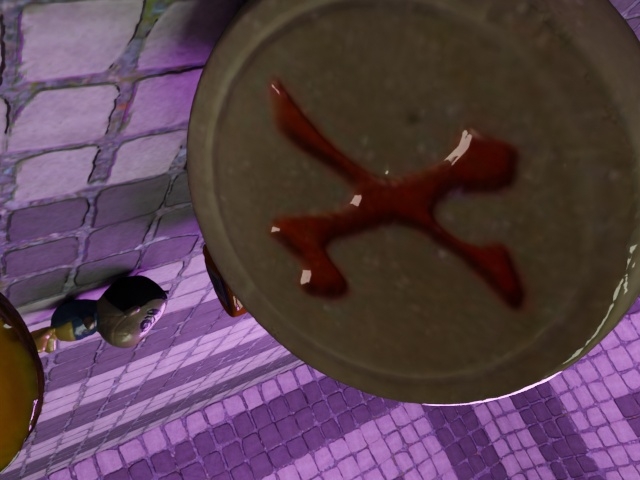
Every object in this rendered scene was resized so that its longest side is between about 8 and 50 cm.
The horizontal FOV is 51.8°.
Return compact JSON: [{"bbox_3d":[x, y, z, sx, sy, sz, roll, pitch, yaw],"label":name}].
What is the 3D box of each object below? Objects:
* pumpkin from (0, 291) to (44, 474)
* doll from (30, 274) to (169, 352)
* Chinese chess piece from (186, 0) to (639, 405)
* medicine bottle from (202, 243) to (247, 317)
[{"bbox_3d":[-0.412,0.136,0.575,0.325,0.242,0.232,-28,-165,-16],"label":"pumpkin"},{"bbox_3d":[-0.278,0.105,0.850,0.179,0.089,0.102,-26,174,-10],"label":"doll"},{"bbox_3d":[0.066,-0.045,0.478,0.338,0.338,0.140,-38,-177,35],"label":"Chinese chess piece"},{"bbox_3d":[0.000,0.000,0.847,0.289,0.157,0.157,-22,164,-20],"label":"medicine bottle"}]
